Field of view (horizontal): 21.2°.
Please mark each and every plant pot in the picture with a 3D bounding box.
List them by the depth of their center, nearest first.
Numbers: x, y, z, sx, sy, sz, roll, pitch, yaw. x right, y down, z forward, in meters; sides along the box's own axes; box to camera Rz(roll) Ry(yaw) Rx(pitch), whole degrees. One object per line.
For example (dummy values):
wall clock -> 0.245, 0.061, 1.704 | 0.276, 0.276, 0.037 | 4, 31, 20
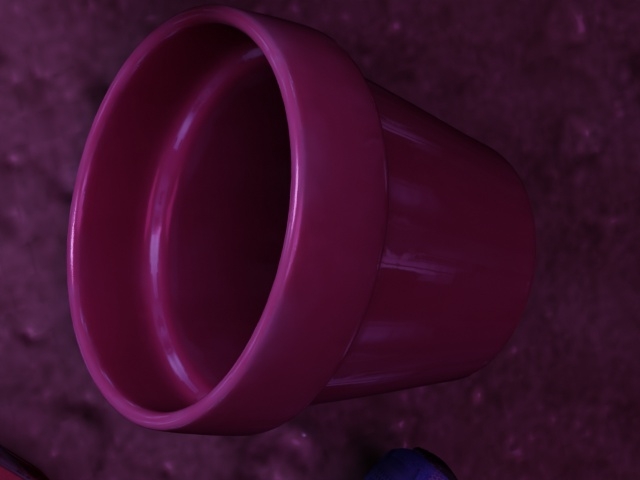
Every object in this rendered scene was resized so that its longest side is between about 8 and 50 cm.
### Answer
plant pot -> 0.000, 0.000, 0.848 | 0.180, 0.201, 0.201 | 10, 92, -37

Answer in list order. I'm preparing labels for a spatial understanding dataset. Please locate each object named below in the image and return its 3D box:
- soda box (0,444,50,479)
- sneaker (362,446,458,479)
soda box -> -0.226, 0.214, 0.825 | 0.083, 0.092, 0.263 | 35, 83, -22
sneaker -> -0.050, 0.231, 0.877 | 0.330, 0.130, 0.147 | -48, 112, -10
